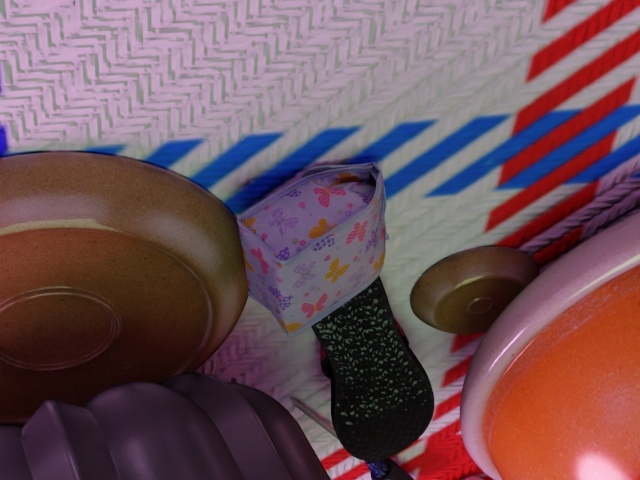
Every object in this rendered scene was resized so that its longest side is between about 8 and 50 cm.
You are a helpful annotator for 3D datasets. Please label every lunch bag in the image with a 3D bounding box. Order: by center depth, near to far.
[{"bbox_3d":[0.000,0.000,0.795,0.083,0.053,0.071,-32,146,-19],"label":"lunch bag"}]

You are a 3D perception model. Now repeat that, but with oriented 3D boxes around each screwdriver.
[{"bbox_3d":[0.028,0.148,1.017,0.025,0.024,0.170,0,150,32],"label":"screwdriver"}]

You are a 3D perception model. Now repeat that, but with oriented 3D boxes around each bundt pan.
[{"bbox_3d":[-0.143,0.181,0.872,0.331,0.124,0.331,-20,160,-8],"label":"bundt pan"}]

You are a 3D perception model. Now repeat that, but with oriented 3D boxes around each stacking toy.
[{"bbox_3d":[0.303,0.228,0.823,0.351,0.480,0.350,-11,144,-8],"label":"stacking toy"}]

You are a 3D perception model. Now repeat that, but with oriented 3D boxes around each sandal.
[{"bbox_3d":[0.028,0.069,0.911,0.067,0.040,0.179,-19,128,-2],"label":"sandal"}]

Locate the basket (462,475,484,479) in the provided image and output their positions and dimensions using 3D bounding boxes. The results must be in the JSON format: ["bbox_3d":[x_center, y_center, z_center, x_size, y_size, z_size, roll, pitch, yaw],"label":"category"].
[{"bbox_3d":[0.128,0.272,1.136,0.113,0.103,0.167,-31,140,22],"label":"basket"}]

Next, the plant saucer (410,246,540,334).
[{"bbox_3d":[0.098,0.036,0.901,0.083,0.015,0.083,-8,142,-7],"label":"plant saucer"}]

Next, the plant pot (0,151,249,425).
[{"bbox_3d":[-0.152,0.041,0.818,0.236,0.032,0.236,-9,143,-7],"label":"plant pot"}]
